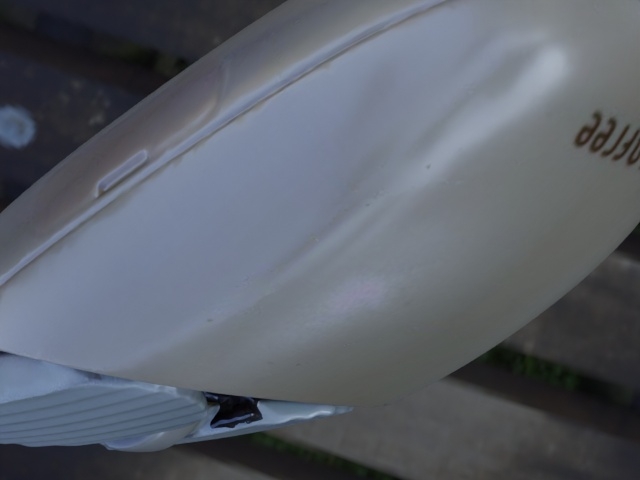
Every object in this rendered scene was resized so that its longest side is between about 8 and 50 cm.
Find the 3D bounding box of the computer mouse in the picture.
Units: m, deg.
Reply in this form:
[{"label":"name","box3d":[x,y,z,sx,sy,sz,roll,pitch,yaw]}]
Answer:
[{"label":"computer mouse","box3d":[0.000,0.000,0.526,0.236,0.082,0.145,-33,155,27]}]
